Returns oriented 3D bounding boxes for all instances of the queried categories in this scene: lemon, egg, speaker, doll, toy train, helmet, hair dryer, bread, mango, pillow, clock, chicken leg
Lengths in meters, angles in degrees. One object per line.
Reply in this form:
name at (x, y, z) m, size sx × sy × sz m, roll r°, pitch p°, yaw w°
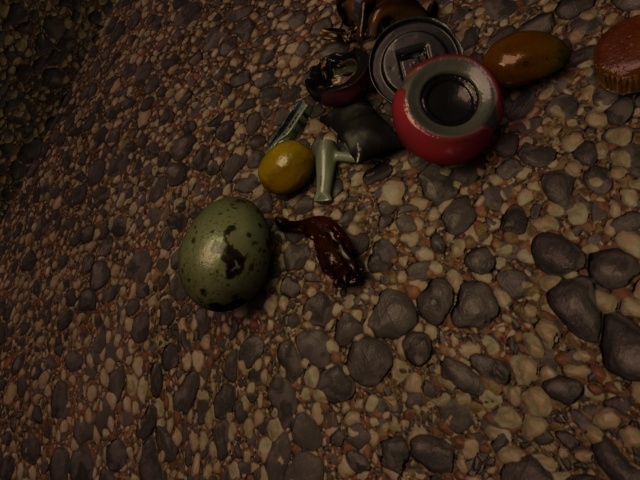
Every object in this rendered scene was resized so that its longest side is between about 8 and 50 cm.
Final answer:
lemon at (-0.115, -0.238, 1.713) m, size 0.207 × 0.170 × 0.170 m, roll -40°, pitch 57°, yaw 16°
egg at (-0.300, 0.040, 1.654) m, size 0.288 × 0.287 × 0.379 m, roll -7°, pitch 56°, yaw 30°
speaker at (0.346, -0.357, 1.406) m, size 0.295 × 0.294 × 0.293 m, roll -11°, pitch 67°, yaw 28°
doll at (0.184, -0.742, 1.711) m, size 0.318 × 0.209 × 0.340 m, roll -33°, pitch 54°, yaw -21°
toy train at (-0.115, -0.382, 1.834) m, size 0.051 × 0.052 × 0.233 m, roll 35°, pitch 92°, yaw 31°
helmet at (0.071, -0.515, 1.699) m, size 0.253 × 0.154 × 0.198 m, roll 24°, pitch 75°, yaw 39°
hair dryer at (0.092, -0.225, 1.654) m, size 0.237 × 0.075 × 0.206 m, roll -2°, pitch 78°, yaw 23°
bread at (0.780, -0.462, 1.275) m, size 0.199 × 0.104 × 0.199 m, roll -13°, pitch 64°, yaw 28°
mango at (0.558, -0.500, 1.419) m, size 0.221 × 0.120 × 0.151 m, roll -13°, pitch 69°, yaw 20°
pillow at (0.132, -0.343, 1.619) m, size 0.186 × 0.106 × 0.249 m, roll -24°, pitch 56°, yaw -17°
clock at (0.287, -0.530, 1.565) m, size 0.281 × 0.055 × 0.280 m, roll 0°, pitch 90°, yaw 9°
chicken leg at (0.000, 0.000, 1.605) m, size 0.407 × 0.096 × 0.157 m, roll 37°, pitch 114°, yaw 37°
